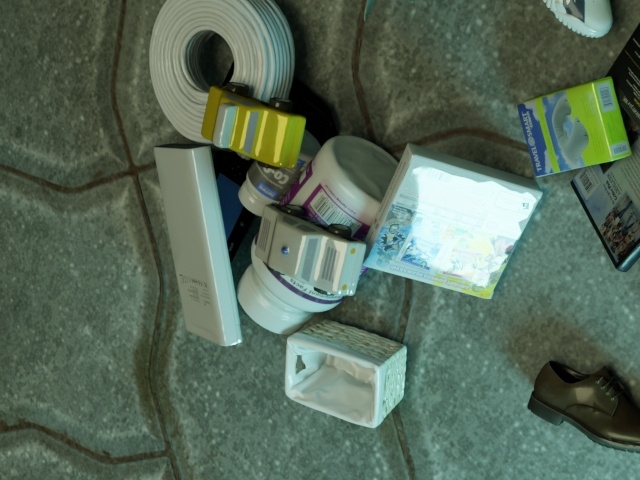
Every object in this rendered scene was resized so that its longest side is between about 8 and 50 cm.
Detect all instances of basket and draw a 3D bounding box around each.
[{"bbox_3d":[0.041,0.199,2.192,0.167,0.103,0.113,16,118,27],"label":"basket"}]

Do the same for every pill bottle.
[{"bbox_3d":[-0.065,-0.105,2.177,0.078,0.078,0.137,48,122,17],"label":"pill bottle"},{"bbox_3d":[0.000,0.000,2.149,0.169,0.169,0.301,49,123,17],"label":"pill bottle"}]

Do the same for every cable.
[{"bbox_3d":[-0.157,-0.274,2.198,0.257,0.089,0.257,34,116,26],"label":"cable"}]

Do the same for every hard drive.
[{"bbox_3d":[-0.195,0.002,2.254,0.203,0.040,0.308,-169,68,-66],"label":"hard drive"}]

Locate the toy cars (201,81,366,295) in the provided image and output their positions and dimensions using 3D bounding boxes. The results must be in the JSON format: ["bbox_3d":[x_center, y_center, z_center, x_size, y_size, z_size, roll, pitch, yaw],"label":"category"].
[{"bbox_3d":[-0.075,-0.077,2.038,0.176,0.087,0.394,-39,68,36],"label":"toy cars"}]

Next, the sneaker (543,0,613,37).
[{"bbox_3d":[0.347,-0.392,1.839,0.153,0.094,0.235,-37,64,58],"label":"sneaker"}]

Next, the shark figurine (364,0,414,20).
[{"bbox_3d":[0.159,-0.416,1.961,0.278,0.116,0.166,-16,110,32],"label":"shark figurine"}]

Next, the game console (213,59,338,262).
[{"bbox_3d":[-0.113,-0.106,2.282,0.213,0.044,0.361,39,120,22],"label":"game console"}]

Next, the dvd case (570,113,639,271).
[{"bbox_3d":[0.435,-0.105,1.852,0.253,0.022,0.180,-54,36,30],"label":"dvd case"}]

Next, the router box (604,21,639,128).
[{"bbox_3d":[0.443,-0.206,1.813,0.133,0.046,0.179,-60,32,28],"label":"router box"}]

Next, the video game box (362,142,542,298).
[{"bbox_3d":[0.183,-0.025,2.013,0.048,0.205,0.187,-107,36,-61],"label":"video game box"}]

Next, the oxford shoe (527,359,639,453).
[{"bbox_3d":[0.397,0.229,1.973,0.227,0.083,0.096,22,107,29],"label":"oxford shoe"}]

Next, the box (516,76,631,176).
[{"bbox_3d":[0.333,-0.149,1.920,0.178,0.042,0.109,-12,94,59],"label":"box"}]
